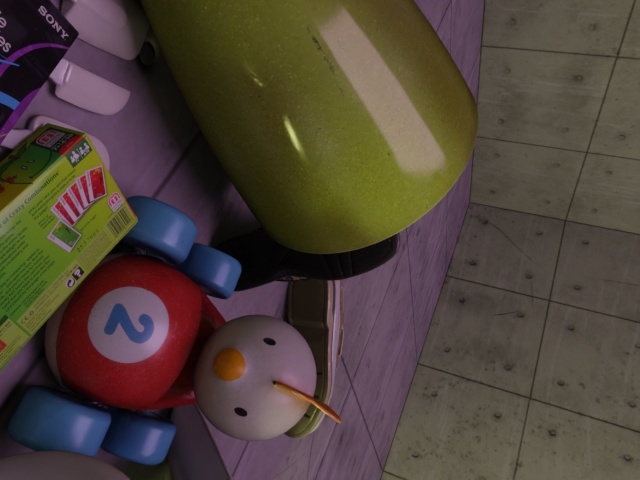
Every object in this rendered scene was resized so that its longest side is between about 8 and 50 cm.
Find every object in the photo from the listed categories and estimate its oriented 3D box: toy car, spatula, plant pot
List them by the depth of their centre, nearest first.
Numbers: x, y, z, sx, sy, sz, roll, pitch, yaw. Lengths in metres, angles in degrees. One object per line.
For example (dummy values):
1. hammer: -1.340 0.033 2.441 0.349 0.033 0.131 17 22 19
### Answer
1. spatula: -0.210 -0.133 0.347 0.242 0.019 0.168 17 92 -68
2. toy car: -0.093 0.109 0.475 0.210 0.237 0.219 58 49 -62
3. plant pot: -0.026 -0.178 0.489 0.293 0.274 0.275 49 56 -47

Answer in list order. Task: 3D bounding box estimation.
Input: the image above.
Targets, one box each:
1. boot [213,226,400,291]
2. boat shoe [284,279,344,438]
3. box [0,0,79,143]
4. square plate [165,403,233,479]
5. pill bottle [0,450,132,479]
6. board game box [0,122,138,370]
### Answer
1. boot: -0.001 -0.002 0.676 0.178 0.236 0.085 -25 102 -69
2. boat shoe: -0.006 0.188 0.914 0.103 0.113 0.303 -2 103 -62
3. box: -0.219 -0.097 0.288 0.162 0.029 0.116 -66 157 -16
4. square plate: -0.112 0.396 0.574 0.049 0.344 0.347 -9 117 -25
5. pill bottle: -0.193 0.350 0.405 0.210 0.210 0.363 -53 150 -46
6. board game box: -0.215 0.014 0.361 0.181 0.043 0.092 -58 152 -32
